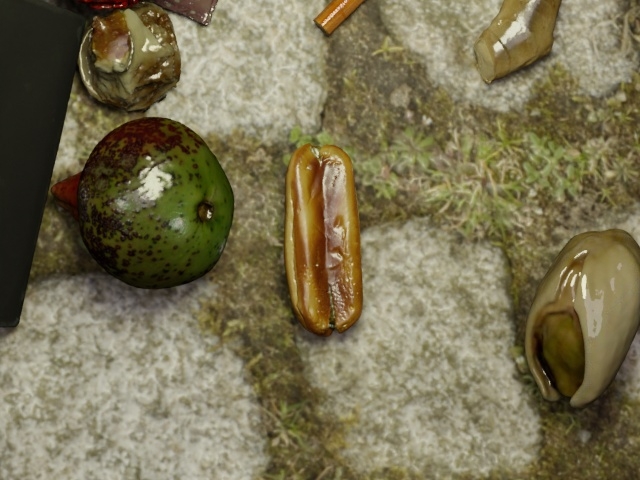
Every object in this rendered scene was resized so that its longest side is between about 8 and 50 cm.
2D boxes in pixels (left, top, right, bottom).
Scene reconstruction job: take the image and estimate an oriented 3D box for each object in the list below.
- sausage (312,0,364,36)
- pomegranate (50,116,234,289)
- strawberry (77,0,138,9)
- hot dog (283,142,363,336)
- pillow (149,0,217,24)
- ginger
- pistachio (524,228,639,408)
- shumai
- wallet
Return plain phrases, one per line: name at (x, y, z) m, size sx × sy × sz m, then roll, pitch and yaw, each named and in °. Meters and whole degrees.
sausage at (0.037, -0.315, 1.843) m, size 0.031 × 0.031 × 0.107 m, roll 44°, pitch 83°, yaw -1°
pomegranate at (-0.231, -0.051, 1.733) m, size 0.248 × 0.214 × 0.214 m, roll 11°, pitch 84°, yaw 30°
strawberry at (-0.268, -0.370, 1.727) m, size 0.187 × 0.184 × 0.201 m, roll 52°, pitch 44°, yaw -9°
hot dog at (0.000, 0.000, 1.800) m, size 0.100 × 0.068 × 0.249 m, roll -2°, pitch 89°, yaw -16°
pillow at (-0.160, -0.381, 1.823) m, size 0.118 × 0.043 × 0.185 m, roll 23°, pitch 84°, yaw -4°
ginger at (0.264, -0.291, 1.843) m, size 0.095 × 0.069 × 0.190 m, roll 17°, pitch 85°, yaw 18°
pistachio at (0.342, 0.097, 1.792) m, size 0.153 × 0.138 × 0.237 m, roll 26°, pitch 84°, yaw -38°
shumai at (-0.243, -0.235, 1.769) m, size 0.146 × 0.116 × 0.145 m, roll 0°, pitch 89°, yaw -6°
wallet at (-0.403, -0.098, 1.683) m, size 0.062 × 0.228 × 0.406 m, roll 16°, pitch 93°, yaw 28°
